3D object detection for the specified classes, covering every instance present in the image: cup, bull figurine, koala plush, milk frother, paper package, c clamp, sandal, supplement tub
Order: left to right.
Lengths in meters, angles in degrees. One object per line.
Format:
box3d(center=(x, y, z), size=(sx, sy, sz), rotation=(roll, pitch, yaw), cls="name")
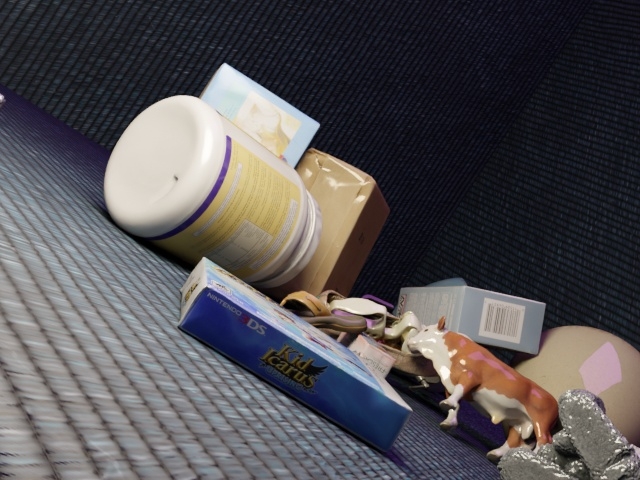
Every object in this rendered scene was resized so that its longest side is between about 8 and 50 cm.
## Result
box3d(center=(-0.171, -0.068, 1.437), size=(0.241, 0.241, 0.331), rotation=(33, -1, 42), cls="supplement tub")
box3d(center=(-0.015, 0.117, 1.440), size=(0.219, 0.060, 0.090), rotation=(9, 4, -24), cls="sandal")
box3d(center=(0.000, 0.000, 1.814), size=(0.168, 0.309, 0.325), rotation=(26, -2, 12), cls="paper package")
box3d(center=(0.123, 0.225, 2.148), size=(0.135, 0.143, 0.129), rotation=(22, 33, -10), cls="milk frother")
box3d(center=(0.208, 0.266, 1.879), size=(0.137, 0.022, 0.160), rotation=(15, 34, -44), cls="c clamp")
box3d(center=(0.289, 0.270, 1.519), size=(0.310, 0.188, 0.101), rotation=(29, -42, 0), cls="bull figurine")
box3d(center=(0.498, 0.362, 1.687), size=(0.331, 0.331, 0.237), rotation=(34, 26, 16), cls="cup")
box3d(center=(0.423, 0.369, 1.309), size=(0.203, 0.196, 0.221), rotation=(47, 7, 33), cls="koala plush")

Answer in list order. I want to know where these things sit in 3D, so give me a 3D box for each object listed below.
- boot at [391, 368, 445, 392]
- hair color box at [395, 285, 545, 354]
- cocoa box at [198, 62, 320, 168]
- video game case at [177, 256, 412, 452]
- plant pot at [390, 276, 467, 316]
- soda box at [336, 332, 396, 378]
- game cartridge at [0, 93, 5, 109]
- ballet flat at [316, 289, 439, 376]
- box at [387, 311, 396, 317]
box3d(center=(0.223, 0.280, 2.044), size=(0.258, 0.095, 0.123), rotation=(32, 8, -43), cls="boot")
box3d(center=(0.313, 0.171, 1.860), size=(0.185, 0.113, 0.374), rotation=(13, -6, -13), cls="hair color box")
box3d(center=(-0.196, -0.148, 1.722), size=(0.231, 0.347, 0.228), rotation=(31, 0, -11), cls="cocoa box")
box3d(center=(-0.040, 0.126, 1.015), size=(0.269, 0.061, 0.244), rotation=(33, -1, -10), cls="video game case")
box3d(center=(0.290, 0.249, 2.287), size=(0.195, 0.290, 0.290), rotation=(-3, 4, -6), cls="plant pot")
box3d(center=(0.071, 0.199, 1.478), size=(0.058, 0.063, 0.183), rotation=(32, 0, -10), cls="soda box")
box3d(center=(-0.689, -0.299, 1.504), size=(0.230, 0.068, 0.355), rotation=(38, -1, -17), cls="game cartridge")
box3d(center=(0.123, 0.174, 1.613), size=(0.316, 0.106, 0.107), rotation=(18, 39, -14), cls="ballet flat")
box3d(center=(0.104, 0.191, 1.796), size=(0.145, 0.038, 0.186), rotation=(-11, -25, 29), cls="box")
